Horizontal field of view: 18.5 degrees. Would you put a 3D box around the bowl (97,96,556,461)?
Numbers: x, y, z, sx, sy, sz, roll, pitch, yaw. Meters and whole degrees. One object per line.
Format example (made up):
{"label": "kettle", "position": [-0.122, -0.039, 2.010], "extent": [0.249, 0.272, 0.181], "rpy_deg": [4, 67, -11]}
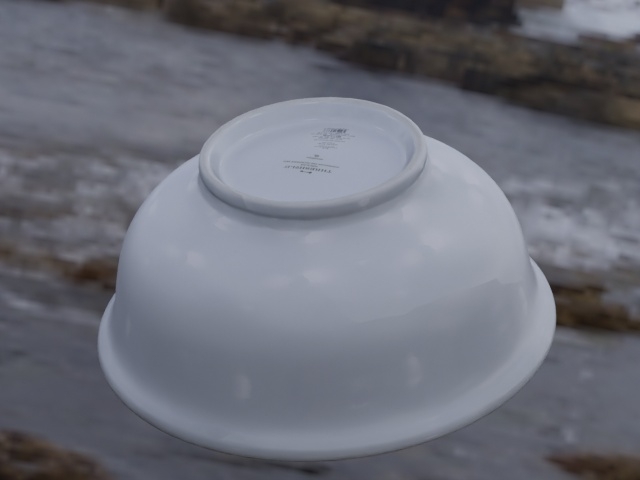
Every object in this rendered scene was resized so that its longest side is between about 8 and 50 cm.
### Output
{"label": "bowl", "position": [0.000, 0.000, 1.240], "extent": [0.297, 0.134, 0.298], "rpy_deg": [-3, 31, 2]}
